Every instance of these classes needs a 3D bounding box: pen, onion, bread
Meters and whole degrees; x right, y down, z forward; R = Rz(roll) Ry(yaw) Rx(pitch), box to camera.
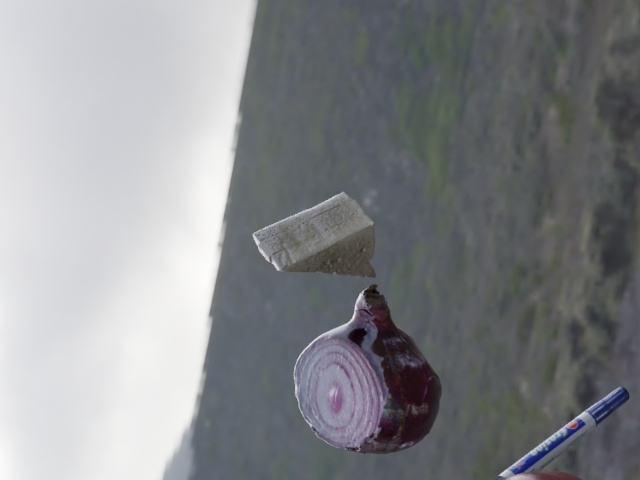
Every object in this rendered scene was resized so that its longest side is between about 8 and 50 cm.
[{"bbox_3d":[0.275,0.223,1.869,0.204,0.025,0.025,-32,-32,-28],"label":"pen"},{"bbox_3d":[0.071,0.159,2.121,0.195,0.140,0.218,23,111,56],"label":"onion"},{"bbox_3d":[-0.006,0.017,2.109,0.077,0.152,0.105,51,155,37],"label":"bread"}]

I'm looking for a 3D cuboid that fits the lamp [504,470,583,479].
[{"bbox_3d":[0.195,0.299,1.521,0.140,0.182,0.182,50,147,39],"label":"lamp"}]
